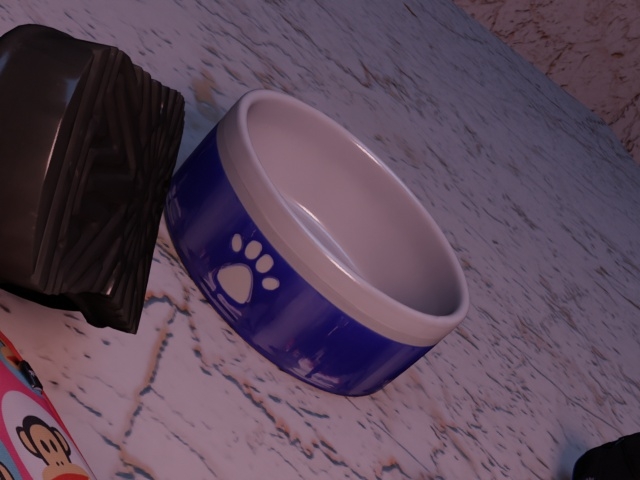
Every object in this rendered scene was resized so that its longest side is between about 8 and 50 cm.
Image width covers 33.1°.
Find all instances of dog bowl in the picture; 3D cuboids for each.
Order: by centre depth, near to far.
[{"bbox_3d":[0.000,0.000,0.924,0.265,0.104,0.265,37,23,-19],"label":"dog bowl"}]

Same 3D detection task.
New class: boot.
[{"bbox_3d":[-0.209,-0.054,0.520,0.260,0.131,0.348,14,-9,2],"label":"boot"}]

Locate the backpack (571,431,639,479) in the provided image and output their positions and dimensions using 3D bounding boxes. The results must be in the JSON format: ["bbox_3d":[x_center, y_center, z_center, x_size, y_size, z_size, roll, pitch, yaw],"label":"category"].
[{"bbox_3d":[0.293,0.243,1.032,0.084,0.105,0.114,65,18,-13],"label":"backpack"}]

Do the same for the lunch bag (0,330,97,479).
[{"bbox_3d":[-0.153,0.125,0.342,0.258,0.120,0.293,55,4,14],"label":"lunch bag"}]
